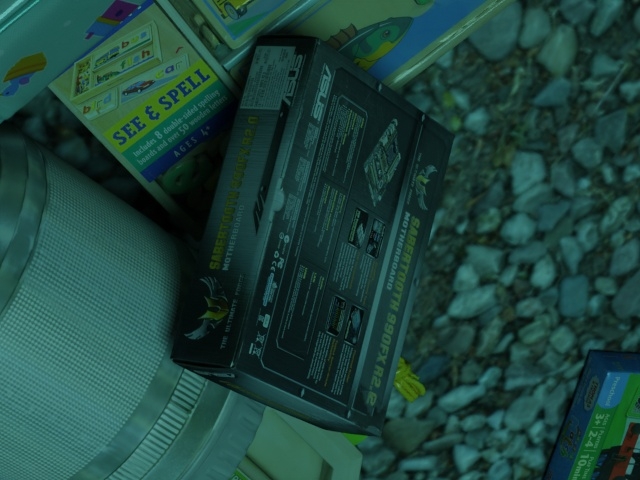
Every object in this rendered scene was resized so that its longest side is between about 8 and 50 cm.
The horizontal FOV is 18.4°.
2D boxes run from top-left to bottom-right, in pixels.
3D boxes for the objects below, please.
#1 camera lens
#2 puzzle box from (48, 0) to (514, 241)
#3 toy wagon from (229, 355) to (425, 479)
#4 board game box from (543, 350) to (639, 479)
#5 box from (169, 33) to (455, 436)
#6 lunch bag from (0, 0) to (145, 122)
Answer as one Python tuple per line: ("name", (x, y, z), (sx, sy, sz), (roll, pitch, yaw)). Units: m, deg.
("camera lens", (-0.195, 0.063, 1.345), (0.274, 0.219, 0.219), (36, 102, -35))
("puzzle box", (0.007, -0.197, 1.333), (0.409, 0.052, 0.272), (-38, 142, 3))
("toy wagon", (-0.069, 0.194, 1.574), (0.344, 0.068, 0.267), (-40, 127, 4))
("board game box", (0.309, 0.177, 1.739), (0.212, 0.039, 0.160), (3, 118, -25))
("box", (0.000, 0.000, 1.344), (0.183, 0.056, 0.231), (29, 71, -52))
("lunch bag", (-0.204, -0.212, 1.186), (0.279, 0.224, 0.108), (-42, 162, 3))
